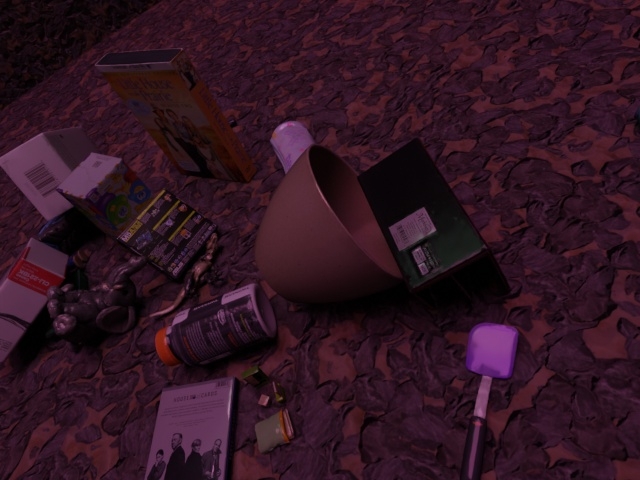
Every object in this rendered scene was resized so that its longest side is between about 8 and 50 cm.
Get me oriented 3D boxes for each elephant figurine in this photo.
[{"bbox_3d":[-0.541,0.161,1.137,0.240,0.186,0.169,-16,81,-23],"label":"elephant figurine"}]

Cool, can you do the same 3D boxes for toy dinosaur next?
[{"bbox_3d":[-0.318,0.102,1.138,0.118,0.064,0.268,11,58,49],"label":"toy dinosaur"}]

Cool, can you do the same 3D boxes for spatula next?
[{"bbox_3d":[0.273,0.279,0.760,0.084,0.030,0.296,6,57,28],"label":"spatula"}]

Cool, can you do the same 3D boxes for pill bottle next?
[{"bbox_3d":[-0.231,0.194,0.980,0.246,0.130,0.130,-22,48,6],"label":"pill bottle"}]

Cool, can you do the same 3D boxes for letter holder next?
[{"bbox_3d":[0.229,-0.017,0.913,0.152,0.214,0.301,-32,51,17],"label":"letter holder"}]

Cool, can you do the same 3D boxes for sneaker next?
[{"bbox_3d":[-0.762,-0.076,1.431,0.341,0.125,0.139,-29,43,-3],"label":"sneaker"}]

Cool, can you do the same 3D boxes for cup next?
[{"bbox_3d":[0.000,0.000,0.944,0.237,0.331,0.331,-36,44,23],"label":"cup"}]

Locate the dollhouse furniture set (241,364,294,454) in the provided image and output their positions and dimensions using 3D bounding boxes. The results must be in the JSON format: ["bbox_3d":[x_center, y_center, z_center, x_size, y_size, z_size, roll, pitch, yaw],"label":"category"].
[{"bbox_3d":[-0.108,0.323,0.872,0.076,0.058,0.151,-26,48,3],"label":"dollhouse furniture set"}]

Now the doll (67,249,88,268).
[{"bbox_3d":[-0.810,0.094,1.361,0.189,0.046,0.129,-24,26,7],"label":"doll"}]

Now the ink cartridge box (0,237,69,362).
[{"bbox_3d":[-0.808,0.154,1.197,0.272,0.114,0.197,-55,31,-1],"label":"ink cartridge box"}]

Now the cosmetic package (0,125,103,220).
[{"bbox_3d":[-0.805,-0.226,1.416,0.156,0.217,0.385,-31,23,-1],"label":"cosmetic package"}]

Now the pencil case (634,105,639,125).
[{"bbox_3d":[0.732,-0.238,0.947,0.070,0.064,0.151,-25,46,25],"label":"pencil case"}]

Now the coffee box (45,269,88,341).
[{"bbox_3d":[-0.710,0.179,1.259,0.113,0.040,0.184,-32,48,-1],"label":"coffee box"}]

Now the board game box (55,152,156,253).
[{"bbox_3d":[-0.550,-0.089,1.244,0.144,0.275,0.142,15,61,32],"label":"board game box"}]

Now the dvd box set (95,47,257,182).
[{"bbox_3d":[-0.397,-0.340,1.282,0.308,0.420,0.062,12,59,29],"label":"dvd box set"}]

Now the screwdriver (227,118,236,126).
[{"bbox_3d":[-0.373,-0.386,1.573,0.170,0.025,0.024,-19,48,8],"label":"screwdriver"}]

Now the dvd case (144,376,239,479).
[{"bbox_3d":[-0.256,0.402,0.894,0.179,0.029,0.238,-13,49,14],"label":"dvd case"}]

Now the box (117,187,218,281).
[{"bbox_3d":[-0.407,-0.016,1.208,0.184,0.045,0.190,34,65,-2],"label":"box"}]

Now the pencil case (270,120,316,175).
[{"bbox_3d":[-0.057,-0.219,1.242,0.124,0.113,0.273,-18,48,-2],"label":"pencil case"}]
